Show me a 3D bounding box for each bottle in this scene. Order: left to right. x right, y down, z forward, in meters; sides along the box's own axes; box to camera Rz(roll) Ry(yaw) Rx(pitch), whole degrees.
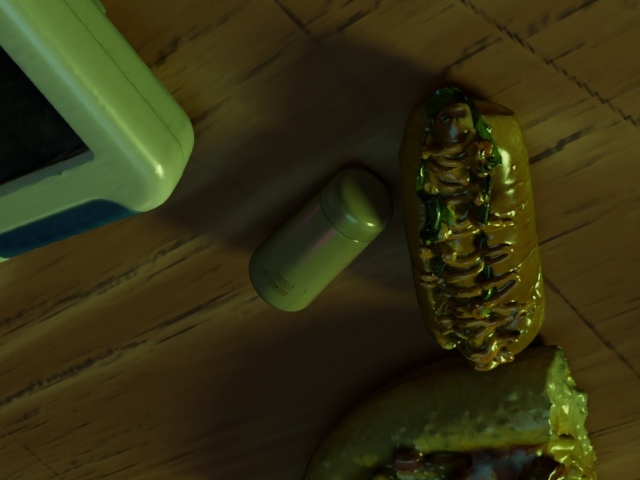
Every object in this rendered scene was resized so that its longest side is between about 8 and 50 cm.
[{"bbox_3d":[0.000,0.000,0.753,0.045,0.045,0.096,34,135,-12],"label":"bottle"}]

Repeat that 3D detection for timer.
[{"bbox_3d":[-0.198,-0.106,0.710,0.178,0.078,0.253,-17,125,32],"label":"timer"}]

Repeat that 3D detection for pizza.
[{"bbox_3d":[0.103,0.184,0.865,0.228,0.081,0.289,35,134,-13],"label":"pizza"}]

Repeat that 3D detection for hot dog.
[{"bbox_3d":[0.079,0.002,0.714,0.072,0.055,0.188,3,132,19],"label":"hot dog"}]
